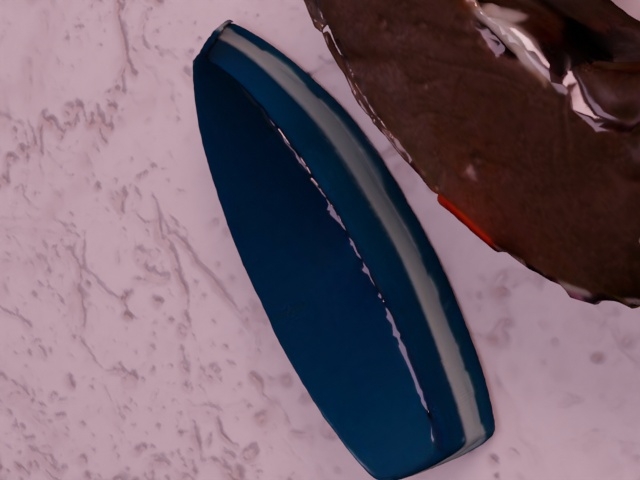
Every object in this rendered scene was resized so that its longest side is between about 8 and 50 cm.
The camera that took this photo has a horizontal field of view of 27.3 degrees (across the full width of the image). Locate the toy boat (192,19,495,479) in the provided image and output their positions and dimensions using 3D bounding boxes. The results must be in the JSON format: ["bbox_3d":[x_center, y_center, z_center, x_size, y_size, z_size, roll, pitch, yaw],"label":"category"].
[{"bbox_3d":[0.000,0.000,0.776,0.096,0.062,0.299,-33,81,35],"label":"toy boat"}]

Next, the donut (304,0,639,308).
[{"bbox_3d":[0.125,-0.110,0.594,0.345,0.136,0.259,46,149,14],"label":"donut"}]
